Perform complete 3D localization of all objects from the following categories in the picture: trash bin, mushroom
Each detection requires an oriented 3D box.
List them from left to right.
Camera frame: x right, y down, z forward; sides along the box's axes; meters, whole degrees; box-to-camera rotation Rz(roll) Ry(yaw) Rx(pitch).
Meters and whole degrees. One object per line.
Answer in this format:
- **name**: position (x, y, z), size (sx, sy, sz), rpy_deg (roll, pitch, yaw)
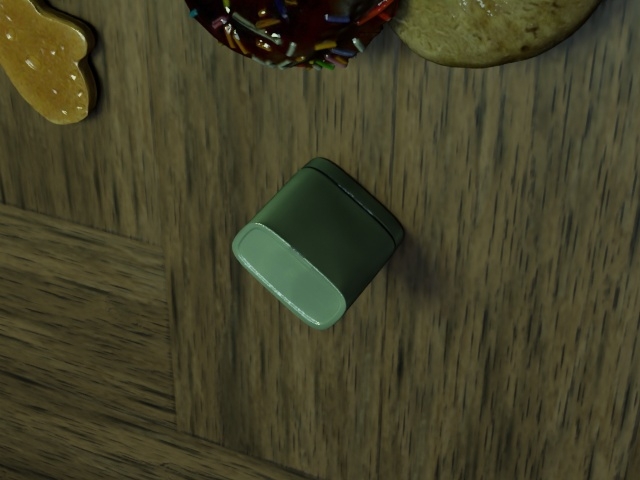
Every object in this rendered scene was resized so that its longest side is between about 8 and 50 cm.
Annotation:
- **trash bin**: position (0.000, 0.000, 1.053), size (0.116, 0.130, 0.059), rpy_deg (41, 129, 1)
- **mushroom**: position (0.136, -0.181, 0.902), size (0.209, 0.072, 0.094), rpy_deg (-3, 123, 30)

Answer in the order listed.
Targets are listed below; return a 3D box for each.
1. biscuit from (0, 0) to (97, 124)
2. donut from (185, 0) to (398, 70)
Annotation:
- **biscuit**: position (-0.262, -0.181, 1.155), size (0.118, 0.023, 0.140), rpy_deg (-16, 110, 35)
- **donut**: position (-0.034, -0.240, 0.919), size (0.235, 0.089, 0.235), rpy_deg (17, 117, 37)
